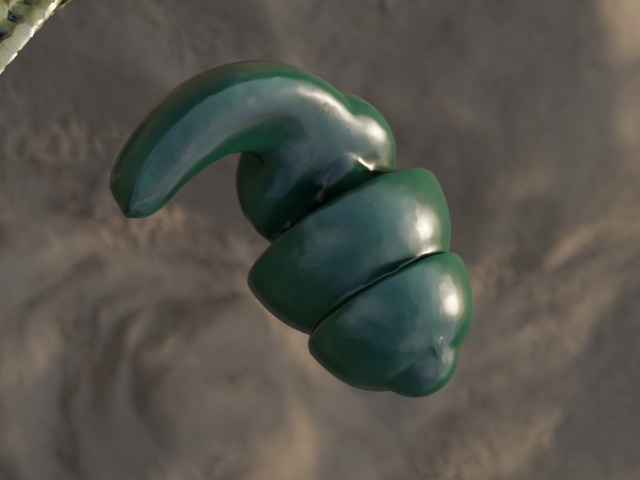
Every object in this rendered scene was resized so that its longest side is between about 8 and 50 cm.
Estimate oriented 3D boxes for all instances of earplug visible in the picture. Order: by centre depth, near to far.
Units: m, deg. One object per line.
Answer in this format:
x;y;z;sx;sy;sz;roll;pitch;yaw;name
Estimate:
0.003;-0.003;1.427;0.164;0.280;0.257;-37;172;15;earplug

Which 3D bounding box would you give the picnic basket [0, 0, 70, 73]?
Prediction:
-0.214;-0.114;0.750;0.196;0.154;0.134;43;138;-14;picnic basket
